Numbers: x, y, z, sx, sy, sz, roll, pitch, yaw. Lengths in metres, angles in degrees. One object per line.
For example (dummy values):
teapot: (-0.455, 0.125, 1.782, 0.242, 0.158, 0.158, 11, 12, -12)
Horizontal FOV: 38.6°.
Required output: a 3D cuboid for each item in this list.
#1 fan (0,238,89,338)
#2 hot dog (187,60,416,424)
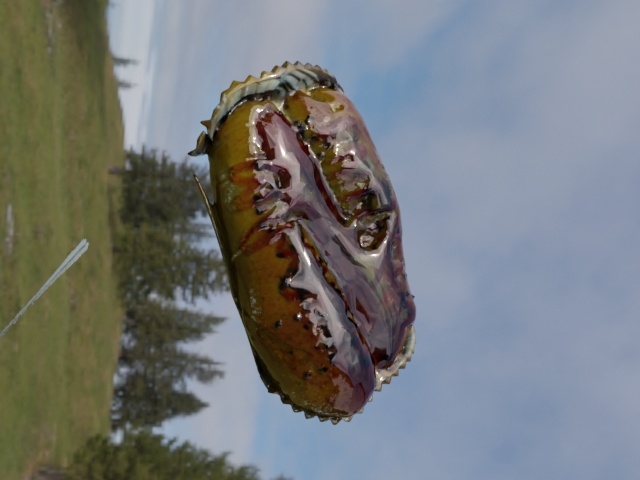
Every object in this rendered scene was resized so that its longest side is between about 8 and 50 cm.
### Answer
fan: (-0.384, 0.156, 0.972, 0.414, 0.012, 0.233, -52, 174, -16)
hot dog: (0.000, 0.000, 0.693, 0.082, 0.163, 0.270, -12, -83, 50)
